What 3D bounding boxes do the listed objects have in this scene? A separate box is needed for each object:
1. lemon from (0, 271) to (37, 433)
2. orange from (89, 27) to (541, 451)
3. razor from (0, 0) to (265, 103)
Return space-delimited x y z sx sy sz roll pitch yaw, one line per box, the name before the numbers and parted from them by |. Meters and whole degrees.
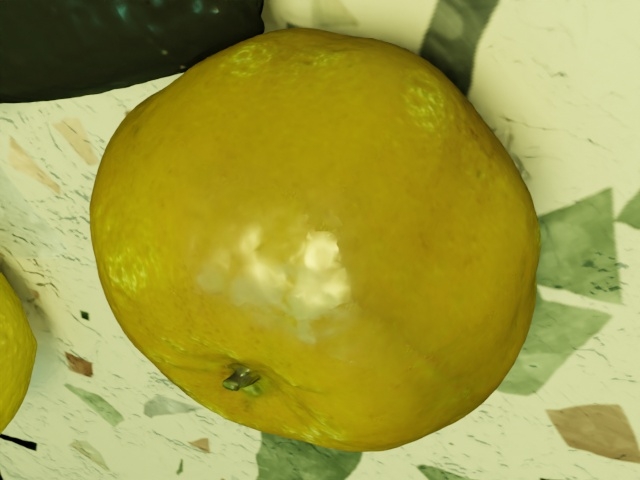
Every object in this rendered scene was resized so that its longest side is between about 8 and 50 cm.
lemon | -0.404 0.103 0.834 0.233 0.234 0.288 4 141 22
orange | 0.000 0.000 0.537 0.279 0.235 0.279 20 149 13
razor | -0.198 -0.174 0.545 0.326 0.107 0.189 -7 128 31
